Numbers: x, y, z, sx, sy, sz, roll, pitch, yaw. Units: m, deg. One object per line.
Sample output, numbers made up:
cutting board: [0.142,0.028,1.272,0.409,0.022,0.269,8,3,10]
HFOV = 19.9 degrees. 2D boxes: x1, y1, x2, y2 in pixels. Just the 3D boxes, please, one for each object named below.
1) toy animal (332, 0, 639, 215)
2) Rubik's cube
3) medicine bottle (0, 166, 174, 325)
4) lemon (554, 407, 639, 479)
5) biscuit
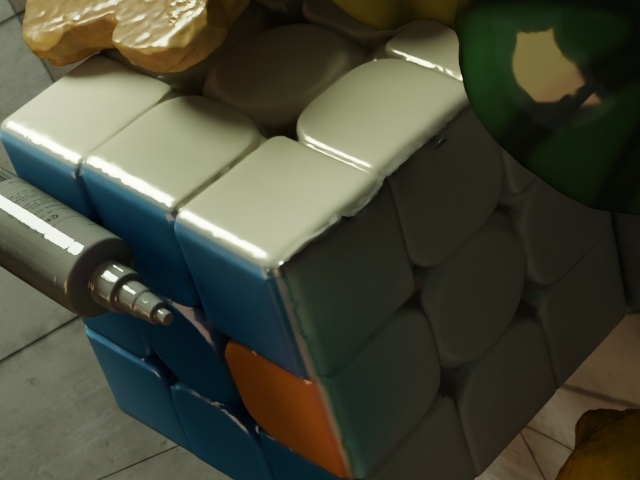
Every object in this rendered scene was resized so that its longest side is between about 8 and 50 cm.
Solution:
toy animal: [0.108,-0.164,0.865,0.338,0.216,0.191,51,176,7]
Rubik's cube: [0.006,-0.009,1.272,0.292,0.291,0.290,24,145,40]
medicine bottle: [-0.162,0.011,1.168,0.199,0.057,0.057,28,149,36]
lemon: [0.249,0.213,1.208,0.256,0.188,0.188,54,165,23]
biscuit: [-0.082,-0.236,1.269,0.051,0.269,0.376,49,-152,-34]
